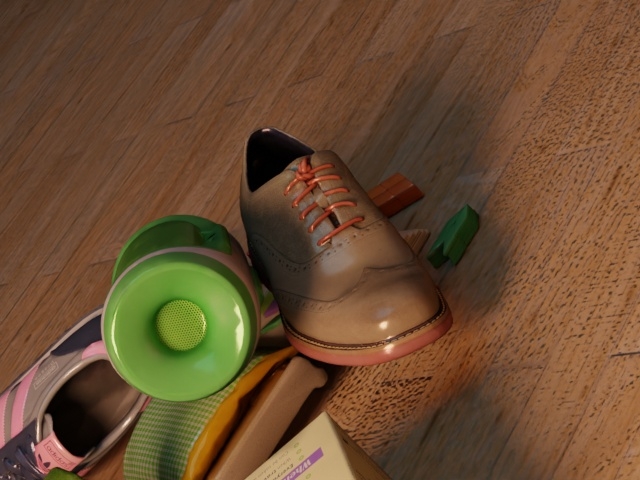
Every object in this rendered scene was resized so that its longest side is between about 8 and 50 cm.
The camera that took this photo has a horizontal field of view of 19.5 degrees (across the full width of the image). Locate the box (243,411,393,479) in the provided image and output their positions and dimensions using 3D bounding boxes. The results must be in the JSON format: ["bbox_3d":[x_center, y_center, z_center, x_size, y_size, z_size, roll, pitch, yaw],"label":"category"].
[{"bbox_3d":[-0.018,0.268,1.241,0.213,0.117,0.243,-40,23,5],"label":"box"}]

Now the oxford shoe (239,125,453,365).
[{"bbox_3d":[0.000,0.000,1.557,0.123,0.130,0.348,-25,26,-14],"label":"oxford shoe"}]

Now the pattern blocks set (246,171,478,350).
[{"bbox_3d":[0.004,0.046,1.692,0.325,0.026,0.285,-18,34,43],"label":"pattern blocks set"}]

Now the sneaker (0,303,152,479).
[{"bbox_3d":[-0.266,0.194,1.722,0.319,0.112,0.131,-50,17,9],"label":"sneaker"}]

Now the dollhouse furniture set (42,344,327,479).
[{"bbox_3d":[-0.160,0.176,1.544,0.197,0.151,0.301,2,55,58],"label":"dollhouse furniture set"}]

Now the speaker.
[{"bbox_3d":[-0.116,0.051,1.558,0.131,0.131,0.296,-42,8,2],"label":"speaker"}]
